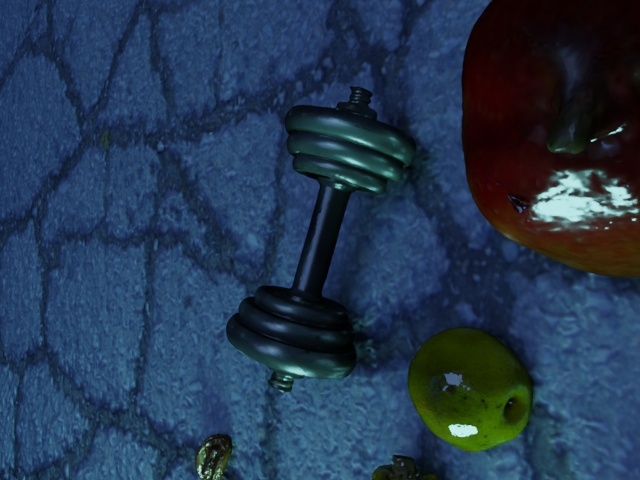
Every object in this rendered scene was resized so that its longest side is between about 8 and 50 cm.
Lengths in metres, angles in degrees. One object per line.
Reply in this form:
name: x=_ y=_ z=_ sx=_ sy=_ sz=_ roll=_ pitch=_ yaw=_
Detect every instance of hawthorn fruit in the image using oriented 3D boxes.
hawthorn fruit: x=0.248 y=-0.117 z=0.495 sx=0.295 sy=0.311 sz=0.295 roll=-19 pitch=57 yaw=32

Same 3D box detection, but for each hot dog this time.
hot dog: x=-0.170 y=0.348 z=0.912 sx=0.058 sy=0.035 sz=0.083 roll=24 pitch=97 yaw=36

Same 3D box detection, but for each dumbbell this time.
dumbbell: x=0.000 y=0.000 z=0.750 sx=0.179 sy=0.179 sz=0.406 roll=17 pitch=93 yaw=40

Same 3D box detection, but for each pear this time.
pear: x=0.157 y=0.166 z=0.642 sx=0.141 sy=0.104 sz=0.141 roll=-11 pitch=74 yaw=41

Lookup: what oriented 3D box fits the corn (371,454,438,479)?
corn: x=0.097 y=0.408 z=0.647 sx=0.097 sy=0.097 sz=0.319 roll=-4 pitch=81 yaw=39
